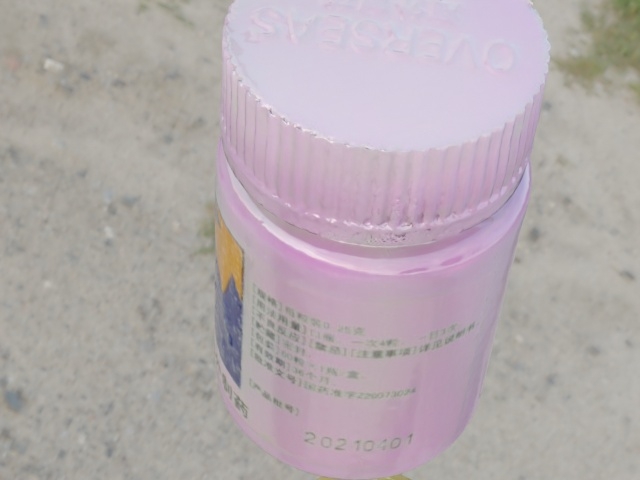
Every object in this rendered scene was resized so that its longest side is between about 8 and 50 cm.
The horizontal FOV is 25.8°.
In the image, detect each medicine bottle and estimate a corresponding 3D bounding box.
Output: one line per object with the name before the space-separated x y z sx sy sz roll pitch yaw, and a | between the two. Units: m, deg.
medicine bottle | 0.026 -0.009 0.808 0.178 0.291 0.178 2 48 -2

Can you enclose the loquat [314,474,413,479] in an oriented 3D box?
loquat | 0.055 0.422 1.816 0.275 0.275 0.275 18 41 -16
